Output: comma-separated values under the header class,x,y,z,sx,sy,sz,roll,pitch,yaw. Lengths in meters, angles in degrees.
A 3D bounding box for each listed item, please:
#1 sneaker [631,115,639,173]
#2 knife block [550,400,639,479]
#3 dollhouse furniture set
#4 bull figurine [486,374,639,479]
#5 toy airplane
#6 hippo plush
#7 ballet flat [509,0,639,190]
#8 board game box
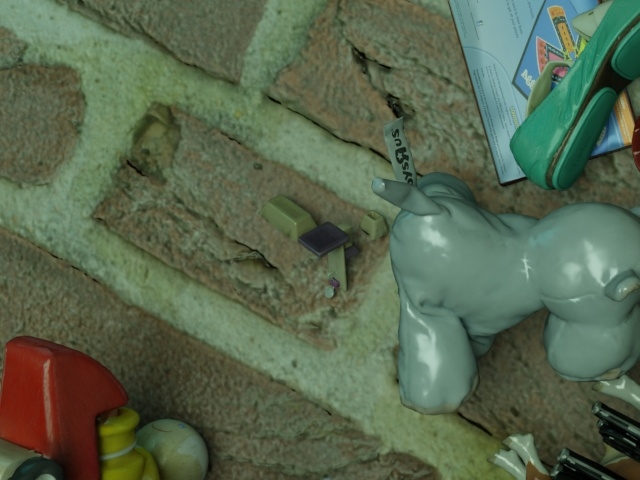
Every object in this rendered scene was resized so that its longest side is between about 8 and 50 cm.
class,x,y,z,sx,sy,sz,roll,pitch,yaw
sneaker,0.340,-0.021,1.572,0.087,0.128,0.221,-6,43,8
knife block,0.327,0.261,1.459,0.242,0.088,0.275,-18,69,8
dollhouse furniture set,0.000,0.000,1.738,0.114,0.091,0.081,36,143,38
bull figurine,0.262,0.246,1.587,0.310,0.101,0.188,-32,74,7
toy airplane,-0.206,0.295,1.693,0.386,0.272,0.384,46,140,6
hippo plush,0.189,0.015,1.554,0.237,0.234,0.294,-2,120,10
ballet flat,0.257,-0.166,1.592,0.087,0.083,0.247,37,98,30
board game box,0.208,-0.208,1.663,0.145,0.027,0.281,-17,83,18
